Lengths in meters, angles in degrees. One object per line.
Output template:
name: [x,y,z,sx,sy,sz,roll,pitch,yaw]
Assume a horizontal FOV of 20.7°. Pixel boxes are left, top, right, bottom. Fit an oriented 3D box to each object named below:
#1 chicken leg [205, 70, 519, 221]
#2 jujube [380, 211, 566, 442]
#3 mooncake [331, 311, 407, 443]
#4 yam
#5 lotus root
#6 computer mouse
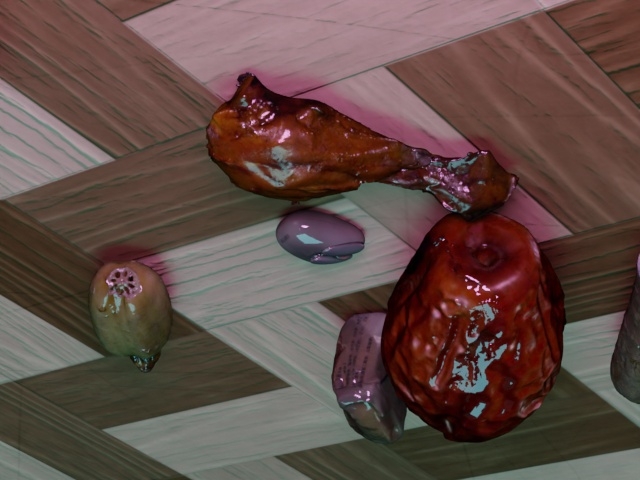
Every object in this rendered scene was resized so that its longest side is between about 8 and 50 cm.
chicken leg: [0.042,-0.075,1.638,0.304,0.093,0.113,10,140,-14]
jujube: [0.157,0.092,1.790,0.197,0.197,0.290,5,145,3]
mooncake: [0.057,0.160,1.999,0.073,0.125,0.130,-1,147,24]
yam: [0.361,0.092,1.848,0.093,0.093,0.259,5,151,4]
lotus root: [-0.211,0.083,1.971,0.090,0.077,0.183,9,149,11]
computer mouse: [-0.001,0.002,1.819,0.096,0.039,0.066,22,148,-24]
